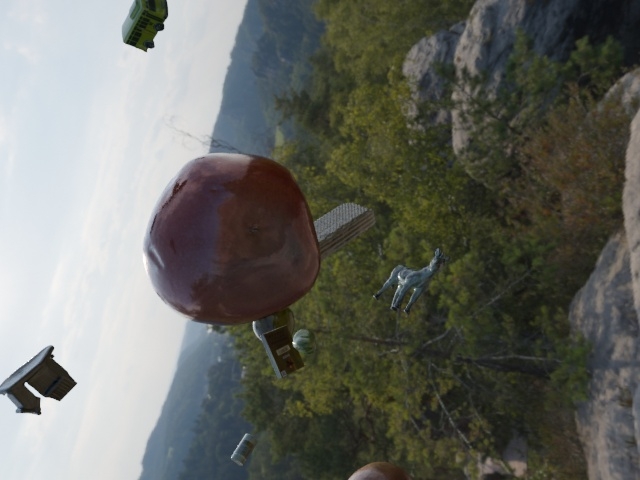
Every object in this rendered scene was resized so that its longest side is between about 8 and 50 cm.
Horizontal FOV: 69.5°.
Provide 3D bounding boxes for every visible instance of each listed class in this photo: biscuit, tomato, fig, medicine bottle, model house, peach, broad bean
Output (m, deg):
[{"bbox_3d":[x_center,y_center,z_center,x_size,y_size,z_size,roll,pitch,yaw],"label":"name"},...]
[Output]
[{"bbox_3d":[0.000,0.000,1.535,0.144,0.426,0.079,20,134,45],"label":"biscuit"},{"bbox_3d":[-0.164,0.004,0.874,0.272,0.341,0.342,10,87,60],"label":"tomato"},{"bbox_3d":[-0.158,0.307,1.561,0.186,0.142,0.148,-98,8,-53],"label":"fig"},{"bbox_3d":[-0.237,0.652,1.437,0.083,0.047,0.047,-55,-4,-39],"label":"medicine bottle"},{"bbox_3d":[-1.014,0.521,1.674,0.229,0.188,0.122,-47,16,-31],"label":"model house"},{"bbox_3d":[0.172,0.777,1.322,0.252,0.252,0.253,-167,90,-78],"label":"peach"},{"bbox_3d":[-0.041,0.259,1.187,0.045,0.063,0.083,66,171,-27],"label":"broad bean"}]

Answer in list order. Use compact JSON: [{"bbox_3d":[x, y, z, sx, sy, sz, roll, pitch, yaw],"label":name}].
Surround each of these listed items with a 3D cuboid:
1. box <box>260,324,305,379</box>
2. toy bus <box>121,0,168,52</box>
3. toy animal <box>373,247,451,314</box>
[{"bbox_3d":[-0.108,0.316,1.316,0.023,0.090,0.133,-36,75,46],"label":"box"},{"bbox_3d":[-0.555,-0.691,1.454,0.175,0.101,0.088,-31,63,42],"label":"toy bus"},{"bbox_3d":[0.260,0.131,1.317,0.255,0.089,0.170,-23,33,57],"label":"toy animal"}]
